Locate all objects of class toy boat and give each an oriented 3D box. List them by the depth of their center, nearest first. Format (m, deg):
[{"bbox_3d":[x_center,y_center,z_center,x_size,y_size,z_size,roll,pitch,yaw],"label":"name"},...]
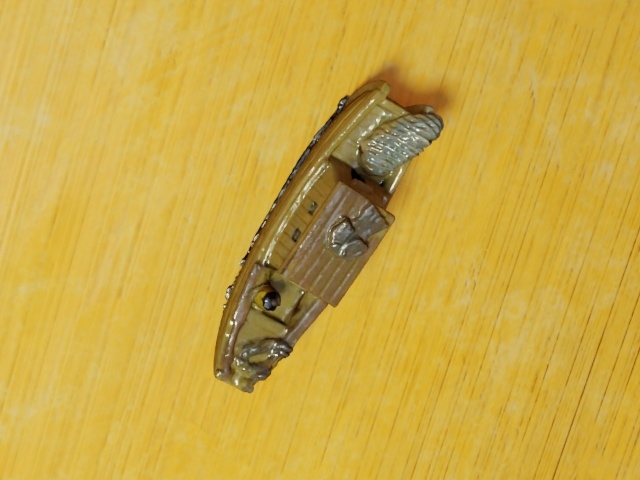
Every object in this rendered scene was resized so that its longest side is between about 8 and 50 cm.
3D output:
[{"bbox_3d":[0.000,0.000,1.200,0.089,0.121,0.321,31,93,-24],"label":"toy boat"}]
